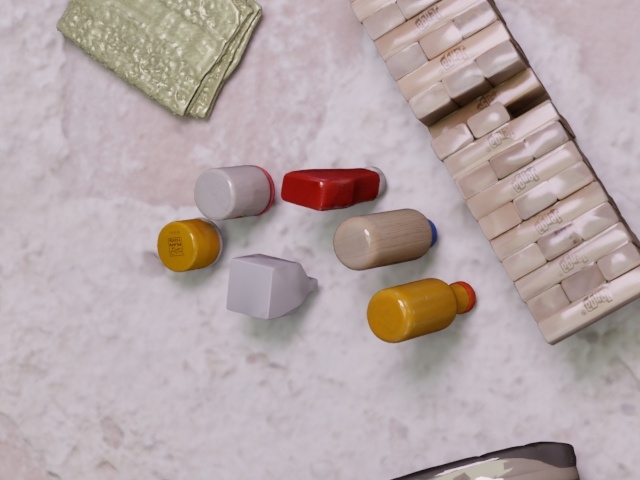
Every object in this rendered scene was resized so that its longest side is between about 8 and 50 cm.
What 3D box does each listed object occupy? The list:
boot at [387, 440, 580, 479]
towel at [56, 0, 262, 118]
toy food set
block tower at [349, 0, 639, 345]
[{"bbox_3d":[0.042,0.324,1.384,0.377,0.138,0.284,-20,80,7],"label":"boot"},{"bbox_3d":[-0.127,-0.170,1.524,0.148,0.027,0.110,32,95,14],"label":"towel"},{"bbox_3d":[0.000,0.000,1.457,0.232,0.104,0.111,12,102,34],"label":"toy food set"},{"bbox_3d":[0.125,-0.088,1.415,0.091,0.097,0.335,-31,76,11],"label":"block tower"}]
